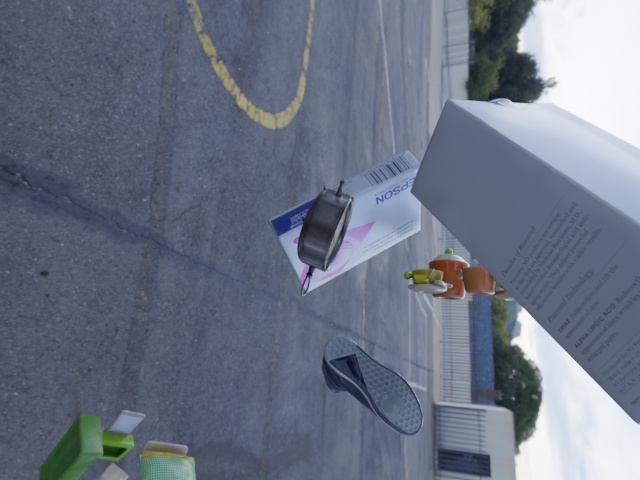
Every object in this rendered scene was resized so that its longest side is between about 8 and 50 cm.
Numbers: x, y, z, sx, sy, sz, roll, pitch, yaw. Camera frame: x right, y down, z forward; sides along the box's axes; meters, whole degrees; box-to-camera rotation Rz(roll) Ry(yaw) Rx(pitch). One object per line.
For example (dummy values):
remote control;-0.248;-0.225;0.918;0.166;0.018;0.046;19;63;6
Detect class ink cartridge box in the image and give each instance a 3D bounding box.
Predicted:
ink cartridge box;0.080;-0.008;0.942;0.071;0.323;0.330;57;-6;36

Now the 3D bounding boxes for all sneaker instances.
sneaker;0.093;0.294;0.817;0.086;0.226;0.163;-40;163;-24

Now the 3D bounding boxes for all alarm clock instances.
alarm clock;0.000;0.000;0.669;0.129;0.064;0.192;39;69;-80

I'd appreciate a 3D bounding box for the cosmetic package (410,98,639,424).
cosmetic package;0.310;-0.021;0.482;0.385;0.217;0.156;-121;-145;-44

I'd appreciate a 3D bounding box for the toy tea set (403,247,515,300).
toy tea set;0.367;0.063;0.913;0.200;0.335;0.125;25;66;-56

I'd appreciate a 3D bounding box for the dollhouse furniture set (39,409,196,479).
dollhouse furniture set;-0.155;0.197;0.363;0.151;0.059;0.076;37;7;-41
